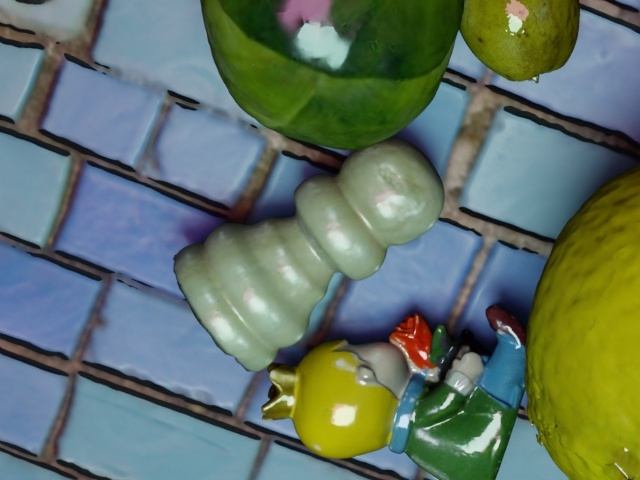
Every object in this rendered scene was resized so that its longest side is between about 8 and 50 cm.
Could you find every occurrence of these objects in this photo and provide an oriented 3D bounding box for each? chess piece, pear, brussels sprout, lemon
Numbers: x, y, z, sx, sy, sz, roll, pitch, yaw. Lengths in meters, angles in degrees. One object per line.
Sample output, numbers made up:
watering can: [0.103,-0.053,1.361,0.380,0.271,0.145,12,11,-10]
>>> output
chess piece: [0.000,0.000,1.226,0.243,0.133,0.133,-35,103,9]
pear: [0.167,-0.196,1.154,0.107,0.107,0.131,-20,100,10]
brussels sprout: [0.013,-0.215,1.115,0.219,0.210,0.271,17,94,-7]
lemon: [0.348,0.082,1.119,0.350,0.350,0.387,27,80,-5]

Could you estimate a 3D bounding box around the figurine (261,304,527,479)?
figurine: [0.072,0.126,1.268,0.234,0.127,0.185,19,97,11]
